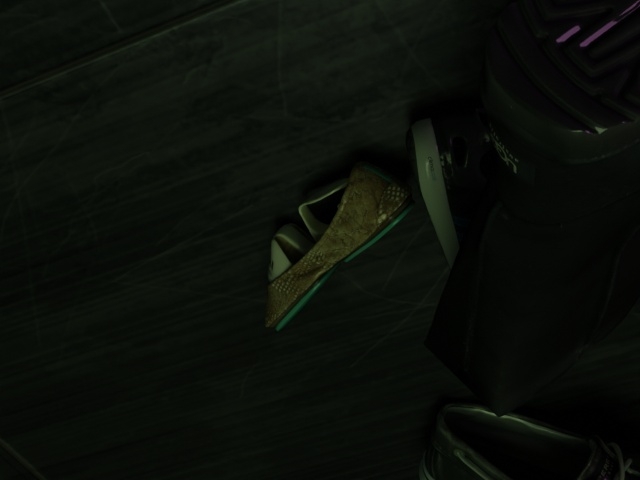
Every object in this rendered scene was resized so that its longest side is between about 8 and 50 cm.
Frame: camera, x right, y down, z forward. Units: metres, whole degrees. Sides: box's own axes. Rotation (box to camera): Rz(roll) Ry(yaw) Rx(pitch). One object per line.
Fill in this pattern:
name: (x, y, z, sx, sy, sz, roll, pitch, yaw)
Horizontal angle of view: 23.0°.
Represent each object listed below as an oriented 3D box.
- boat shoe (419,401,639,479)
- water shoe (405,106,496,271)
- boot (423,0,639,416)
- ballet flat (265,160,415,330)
boat shoe: (0.251, 0.247, 1.490, 0.335, 0.121, 0.119, 14, 135, 15)
water shoe: (0.133, -0.023, 1.291, 0.080, 0.073, 0.203, -17, 136, 11)
boot: (0.253, -0.067, 1.106, 0.367, 0.146, 0.445, -26, 154, -12)
ballet flat: (0.000, 0.000, 1.343, 0.067, 0.073, 0.206, 44, 126, -1)
